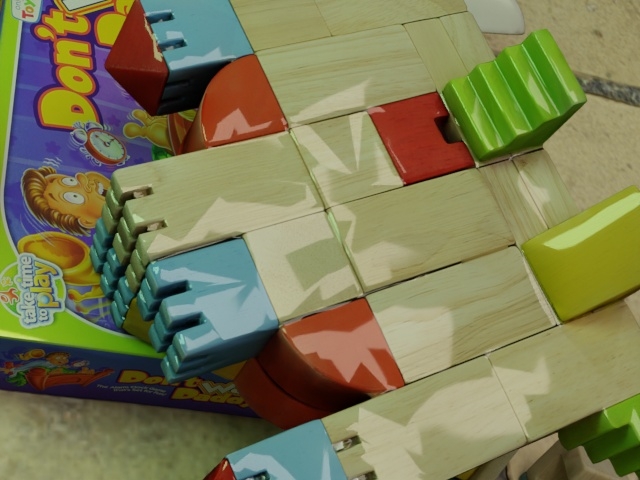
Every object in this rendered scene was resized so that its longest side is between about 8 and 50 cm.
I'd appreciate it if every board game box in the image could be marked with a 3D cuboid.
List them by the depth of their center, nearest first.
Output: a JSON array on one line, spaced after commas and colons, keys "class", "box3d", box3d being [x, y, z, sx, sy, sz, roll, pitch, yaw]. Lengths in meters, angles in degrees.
[{"class": "board game box", "box3d": [-0.107, -0.065, 0.662, 0.233, 0.078, 0.347, 11, 57, -26]}]

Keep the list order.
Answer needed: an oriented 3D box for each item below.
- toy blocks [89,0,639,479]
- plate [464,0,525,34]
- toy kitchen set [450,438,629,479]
[{"class": "toy blocks", "box3d": [0.000, 0.000, 0.541, 0.261, 0.191, 0.381, -16, 72, -25]}, {"class": "plate", "box3d": [0.012, -0.270, 0.810, 0.278, 0.045, 0.277, -6, 48, -41]}, {"class": "toy kitchen set", "box3d": [0.110, 0.215, 0.625, 0.166, 0.122, 0.207, 24, 32, -17]}]
